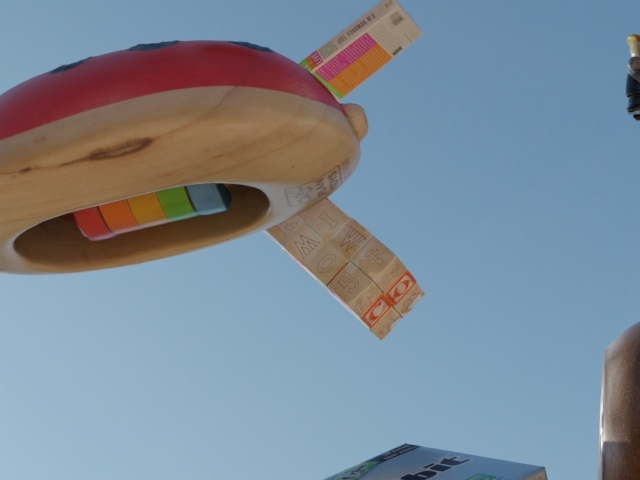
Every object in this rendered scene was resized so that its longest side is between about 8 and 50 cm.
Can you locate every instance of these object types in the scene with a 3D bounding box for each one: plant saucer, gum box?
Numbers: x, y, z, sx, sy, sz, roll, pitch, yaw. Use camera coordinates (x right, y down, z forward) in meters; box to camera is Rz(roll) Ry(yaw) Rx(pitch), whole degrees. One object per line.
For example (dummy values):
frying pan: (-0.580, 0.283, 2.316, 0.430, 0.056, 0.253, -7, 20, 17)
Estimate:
plant saucer: (0.247, 0.162, 0.852, 0.036, 0.198, 0.198, 3, -43, 15)
gum box: (0.070, 0.220, 0.859, 0.157, 0.184, 0.041, -17, -85, -31)

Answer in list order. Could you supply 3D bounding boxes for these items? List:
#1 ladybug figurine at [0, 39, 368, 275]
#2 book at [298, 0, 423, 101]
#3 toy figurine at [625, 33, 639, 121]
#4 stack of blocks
ladybug figurine: (-0.176, -0.088, 1.049, 0.449, 0.162, 0.305, -12, -17, 0)
book: (0.044, -0.223, 1.226, 0.144, 0.035, 0.096, -34, -19, 13)
toy figurine: (0.546, -0.254, 1.463, 0.209, 0.148, 0.213, 10, -14, 1)
stack of blocks: (0.000, 0.000, 1.383, 0.087, 0.297, 0.171, -47, -33, -3)
